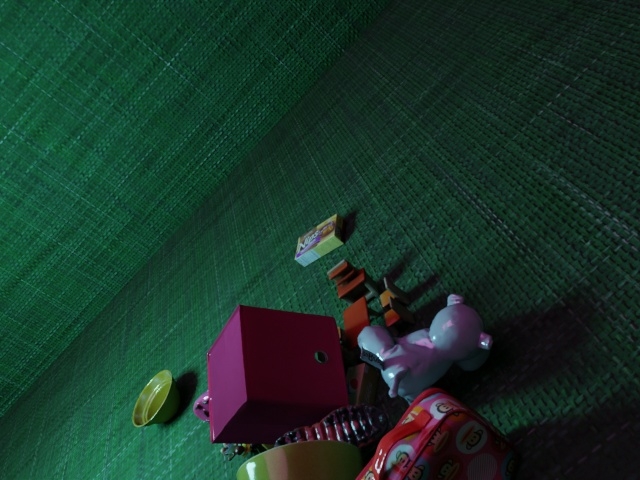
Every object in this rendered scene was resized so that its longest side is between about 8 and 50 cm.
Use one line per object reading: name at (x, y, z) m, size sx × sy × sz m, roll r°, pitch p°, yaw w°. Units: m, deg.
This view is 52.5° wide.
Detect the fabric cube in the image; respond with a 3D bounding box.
fabric cube at (-0.114, 0.336, 1.595) m, size 0.259 × 0.258 × 0.254 m, roll -53°, pitch 35°, yaw 43°

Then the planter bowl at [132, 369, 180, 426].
planter bowl at (-0.561, 0.575, 2.295) m, size 0.217 × 0.090 × 0.217 m, roll -37°, pitch 30°, yaw 26°

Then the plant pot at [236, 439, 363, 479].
plant pot at (-0.020, 0.598, 1.305) m, size 0.274 × 0.274 × 0.294 m, roll -36°, pitch 45°, yaw 26°

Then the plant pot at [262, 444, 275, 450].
plant pot at (-0.135, 0.515, 1.731) m, size 0.082 × 0.083 × 0.081 m, roll -58°, pitch 28°, yaw -12°

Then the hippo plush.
hippo plush at (0.226, 0.214, 1.373) m, size 0.236 × 0.294 × 0.234 m, roll -41°, pitch 49°, yaw 1°

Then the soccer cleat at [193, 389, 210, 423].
soccer cleat at (-0.246, 0.451, 1.974) m, size 0.331 × 0.116 × 0.143 m, roll -32°, pitch 17°, yaw 29°

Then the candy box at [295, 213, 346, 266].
candy box at (0.000, 0.000, 2.193) m, size 0.186 × 0.053 × 0.109 m, roll -30°, pitch 34°, yaw 33°

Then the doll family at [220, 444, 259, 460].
doll family at (-0.191, 0.534, 1.807) m, size 0.111 × 0.076 × 0.193 m, roll -21°, pitch 36°, yaw 52°

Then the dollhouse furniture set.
dollhouse furniture set at (0.093, 0.184, 1.733) m, size 0.262 × 0.135 × 0.259 m, roll -39°, pitch 29°, yaw 22°

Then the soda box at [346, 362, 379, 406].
soda box at (0.089, 0.393, 1.569) m, size 0.061 × 0.058 × 0.181 m, roll -25°, pitch 36°, yaw 40°

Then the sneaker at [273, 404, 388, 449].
sneaker at (0.036, 0.447, 1.451) m, size 0.276 × 0.135 × 0.098 m, roll -27°, pitch 52°, yaw 16°

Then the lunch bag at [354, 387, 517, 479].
lunch bag at (0.190, 0.422, 1.160) m, size 0.293 × 0.258 × 0.120 m, roll -52°, pitch 27°, yaw -3°
